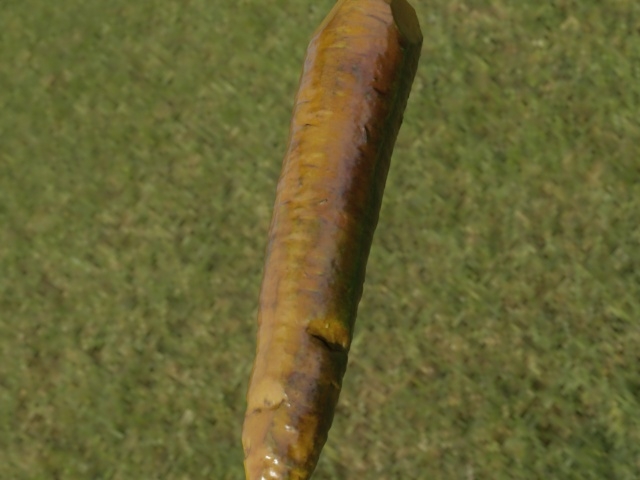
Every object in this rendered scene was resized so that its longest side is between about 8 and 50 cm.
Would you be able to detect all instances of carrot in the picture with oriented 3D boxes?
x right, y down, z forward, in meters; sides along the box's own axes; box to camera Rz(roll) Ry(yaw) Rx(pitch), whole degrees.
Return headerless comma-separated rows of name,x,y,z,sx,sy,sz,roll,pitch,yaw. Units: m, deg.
carrot,0.000,0.000,0.786,0.066,0.066,0.314,-14,55,46
